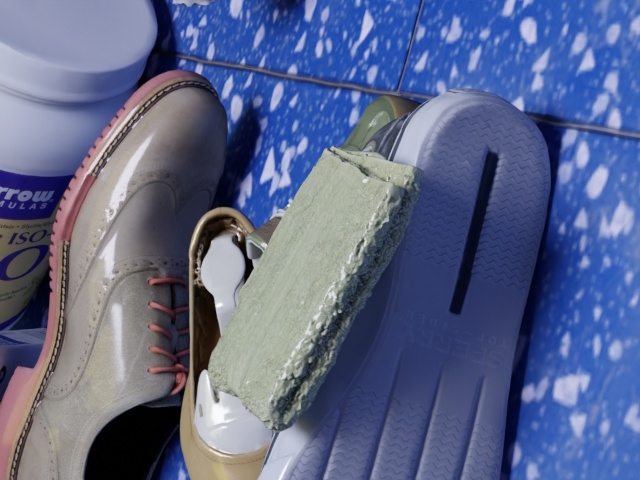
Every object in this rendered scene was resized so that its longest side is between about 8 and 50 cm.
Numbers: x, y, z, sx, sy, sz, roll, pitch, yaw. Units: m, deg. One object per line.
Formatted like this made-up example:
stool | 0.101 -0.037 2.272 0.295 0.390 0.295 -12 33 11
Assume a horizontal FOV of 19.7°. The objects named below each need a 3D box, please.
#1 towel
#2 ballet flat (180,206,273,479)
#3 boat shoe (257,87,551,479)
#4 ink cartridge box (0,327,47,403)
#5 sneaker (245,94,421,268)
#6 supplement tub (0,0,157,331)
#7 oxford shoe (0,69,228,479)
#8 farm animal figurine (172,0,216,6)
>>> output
towel | -0.004 0.021 0.936 0.148 0.027 0.110 -61 23 -1
ballet flat | -0.056 0.077 1.155 0.073 0.080 0.232 76 -177 -50
boat shoe | 0.033 0.084 0.984 0.119 0.121 0.335 -8 59 69
ink cartridge box | -0.257 0.180 1.410 0.223 0.045 0.224 6 -80 -81
sneaker | 0.000 0.000 1.091 0.064 0.086 0.192 17 92 63
supplement tub | -0.295 -0.089 1.523 0.331 0.241 0.241 -55 34 35
oxford shoe | -0.120 0.056 1.296 0.130 0.123 0.348 30 108 40
farm animal figurine | -0.058 -0.360 1.310 0.330 0.172 0.327 -57 44 18
